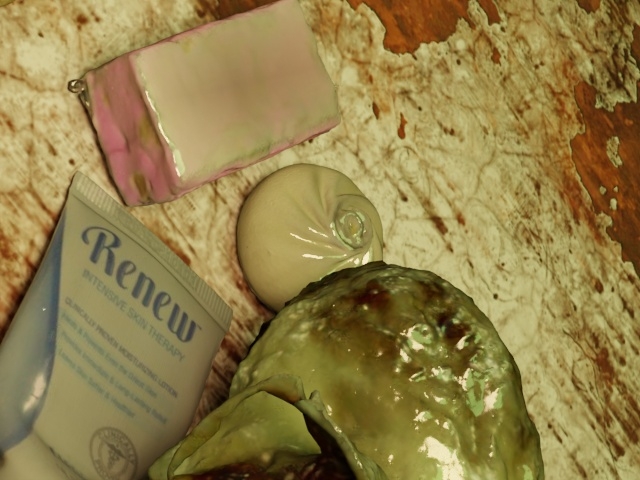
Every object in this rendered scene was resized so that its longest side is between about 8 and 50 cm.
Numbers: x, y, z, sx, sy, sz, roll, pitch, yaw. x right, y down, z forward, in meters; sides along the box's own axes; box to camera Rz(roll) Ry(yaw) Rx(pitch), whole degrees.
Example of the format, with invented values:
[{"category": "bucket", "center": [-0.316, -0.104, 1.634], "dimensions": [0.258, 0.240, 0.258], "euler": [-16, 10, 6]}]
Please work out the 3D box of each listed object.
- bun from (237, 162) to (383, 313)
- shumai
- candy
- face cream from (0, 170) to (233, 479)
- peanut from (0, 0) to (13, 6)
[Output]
[{"category": "bun", "center": [0.000, 0.000, 1.791], "dimensions": [0.173, 0.120, 0.173], "euler": [11, 73, -39]}, {"category": "shumai", "center": [-0.012, 0.235, 1.542], "dimensions": [0.348, 0.395, 0.395], "euler": [-12, 88, -49]}, {"category": "candy", "center": [-0.111, -0.144, 1.728], "dimensions": [0.265, 0.116, 0.155], "euler": [-27, 96, -45]}, {"category": "face cream", "center": [-0.218, 0.152, 1.577], "dimensions": [0.235, 0.137, 0.420], "euler": [43, 43, -25]}, {"category": "peanut", "center": [-0.364, -0.322, 1.536], "dimensions": [0.256, 0.123, 0.123], "euler": [44, 54, -22]}]
